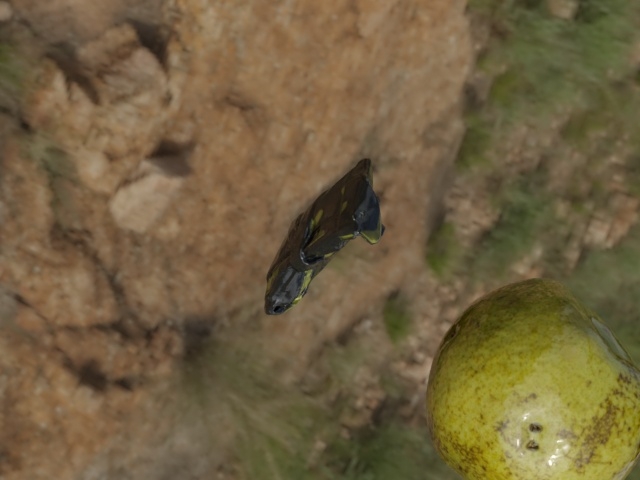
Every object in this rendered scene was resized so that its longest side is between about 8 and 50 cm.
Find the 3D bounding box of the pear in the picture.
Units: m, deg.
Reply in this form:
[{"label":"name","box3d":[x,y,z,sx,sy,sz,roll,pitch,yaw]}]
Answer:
[{"label":"pear","box3d":[0.178,0.138,1.203,0.197,0.197,0.197,-32,134,-41]}]

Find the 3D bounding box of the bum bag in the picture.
[{"label":"bum bag","box3d":[0.000,0.000,1.407,0.232,0.060,0.106,-41,-158,54]}]
